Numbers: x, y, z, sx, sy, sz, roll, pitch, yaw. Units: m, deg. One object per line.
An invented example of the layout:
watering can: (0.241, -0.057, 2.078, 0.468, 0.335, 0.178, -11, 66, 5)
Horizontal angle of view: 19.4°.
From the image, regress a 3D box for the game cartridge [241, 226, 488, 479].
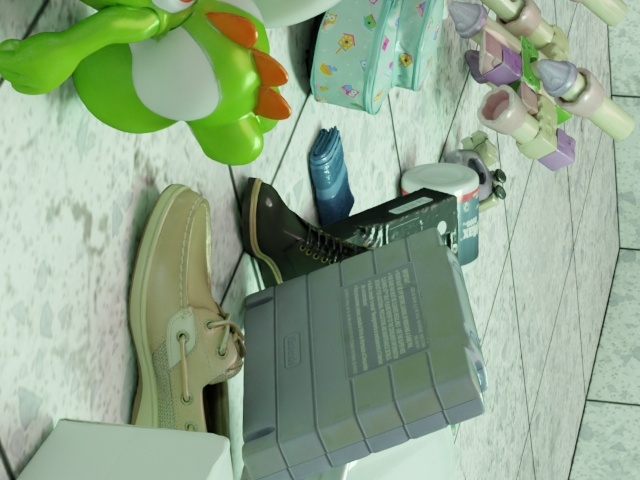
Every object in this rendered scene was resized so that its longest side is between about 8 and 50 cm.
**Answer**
game cartridge: (0.038, 0.107, 1.799, 0.355, 0.230, 0.068, -93, 166, -68)

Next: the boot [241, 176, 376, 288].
boot: (0.000, 0.000, 1.972, 0.198, 0.137, 0.077, 64, 35, -59)

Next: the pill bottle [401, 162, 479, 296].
pill bottle: (0.165, -0.006, 2.563, 0.108, 0.108, 0.180, -52, 143, -61)

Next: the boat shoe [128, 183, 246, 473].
boat shoe: (-0.113, 0.100, 1.695, 0.109, 0.098, 0.302, -12, 107, -72)

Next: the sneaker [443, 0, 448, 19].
sneaker: (0.102, -0.322, 2.307, 0.232, 0.090, 0.115, -39, 128, -68)

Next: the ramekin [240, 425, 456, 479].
ramekin: (0.023, 0.263, 1.862, 0.273, 0.127, 0.273, -19, 112, -58)

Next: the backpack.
backpack: (0.061, -0.235, 2.091, 0.166, 0.144, 0.188, 92, 22, -65)

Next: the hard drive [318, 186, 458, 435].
hard drive: (0.069, 0.127, 2.218, 0.237, 0.064, 0.339, -23, 118, -42)

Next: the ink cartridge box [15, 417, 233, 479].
ink cartridge box: (-0.167, 0.374, 1.490, 0.279, 0.160, 0.385, -59, 150, -56)

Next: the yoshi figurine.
yoshi figurine: (-0.162, -0.194, 1.420, 0.362, 0.203, 0.203, 59, -4, -41)

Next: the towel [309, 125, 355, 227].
towel: (0.013, -0.069, 2.181, 0.067, 0.029, 0.119, -67, 155, -44)

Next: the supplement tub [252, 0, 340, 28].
supplement tub: (-0.017, -0.342, 1.643, 0.331, 0.241, 0.241, -52, 143, -61)

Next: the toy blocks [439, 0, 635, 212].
toy blocks: (0.258, -0.255, 2.704, 0.260, 0.309, 0.289, 32, 45, -35)
